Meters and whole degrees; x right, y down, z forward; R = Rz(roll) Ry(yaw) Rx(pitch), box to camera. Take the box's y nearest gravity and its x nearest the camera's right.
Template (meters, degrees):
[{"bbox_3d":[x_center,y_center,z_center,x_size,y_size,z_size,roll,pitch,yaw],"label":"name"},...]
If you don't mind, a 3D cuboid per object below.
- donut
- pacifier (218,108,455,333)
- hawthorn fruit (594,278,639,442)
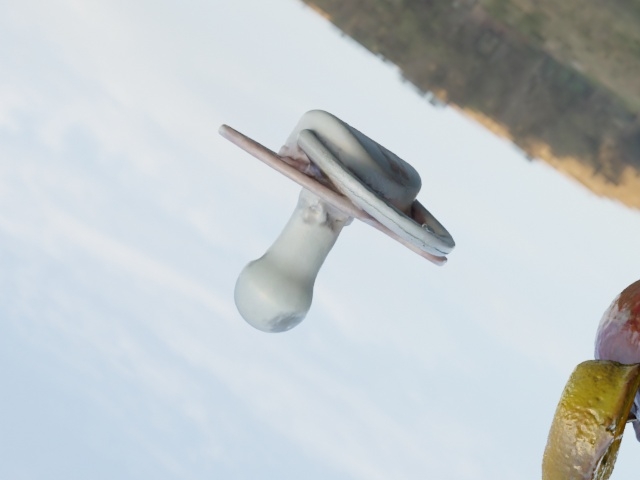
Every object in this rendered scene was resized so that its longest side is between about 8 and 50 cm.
[{"bbox_3d":[0.306,0.219,1.797,0.074,0.190,0.174,18,-142,16],"label":"donut"},{"bbox_3d":[0.005,-0.032,1.825,0.332,0.273,0.220,29,-140,-46],"label":"pacifier"},{"bbox_3d":[0.514,0.122,1.912,0.284,0.369,0.285,42,-164,-15],"label":"hawthorn fruit"}]
